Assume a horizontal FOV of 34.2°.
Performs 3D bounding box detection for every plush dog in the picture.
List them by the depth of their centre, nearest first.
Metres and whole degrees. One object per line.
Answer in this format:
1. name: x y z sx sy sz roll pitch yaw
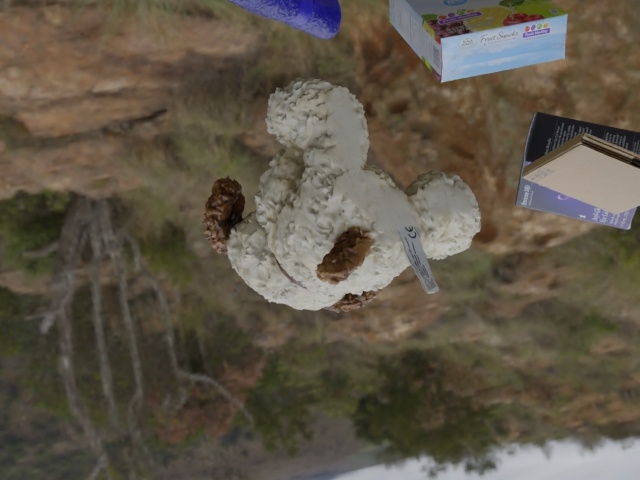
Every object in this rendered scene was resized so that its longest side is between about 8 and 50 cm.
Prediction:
1. plush dog: 0.000 0.000 1.074 0.262 0.210 0.225 35 142 -15

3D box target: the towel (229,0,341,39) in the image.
1. towel: -0.096 -0.345 1.226 0.076 0.228 0.308 -50 167 16

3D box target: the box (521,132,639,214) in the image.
1. box: 0.400 -0.091 1.485 0.165 0.021 0.201 21 167 -8

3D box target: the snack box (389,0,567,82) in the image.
1. snack box: 0.203 -0.296 1.386 0.175 0.207 0.070 -13 125 -11

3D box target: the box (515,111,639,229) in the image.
1. box: 0.450 -0.119 1.790 0.207 0.108 0.153 12 153 12
